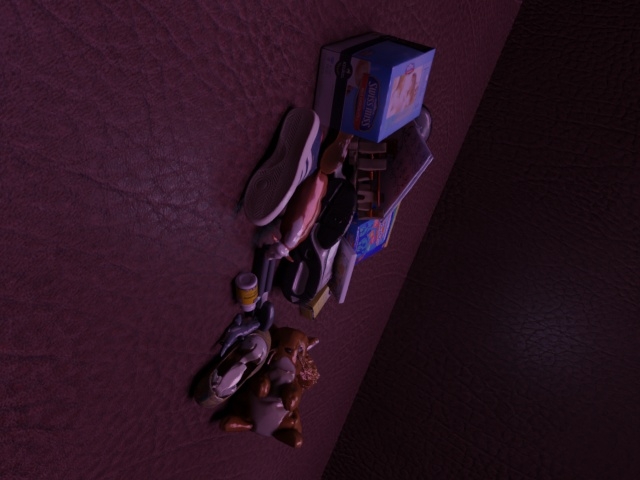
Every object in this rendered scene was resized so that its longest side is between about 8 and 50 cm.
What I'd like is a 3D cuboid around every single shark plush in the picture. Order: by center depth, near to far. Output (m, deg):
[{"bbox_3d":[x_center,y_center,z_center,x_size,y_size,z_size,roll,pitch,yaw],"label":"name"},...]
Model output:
[{"bbox_3d":[-0.254,0.286,1.738,0.161,0.067,0.073,-37,145,-53],"label":"shark plush"}]

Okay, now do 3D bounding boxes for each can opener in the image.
[{"bbox_3d":[-0.170,0.147,1.781,0.074,0.093,0.280,-33,137,-55],"label":"can opener"}]

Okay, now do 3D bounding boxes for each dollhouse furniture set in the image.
[{"bbox_3d":[0.195,-0.234,1.936,0.262,0.135,0.259,84,8,-53],"label":"dollhouse furniture set"}]

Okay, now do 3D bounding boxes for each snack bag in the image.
[{"bbox_3d":[0.267,-0.281,2.069,0.323,0.037,0.342,-55,-151,34],"label":"snack bag"}]

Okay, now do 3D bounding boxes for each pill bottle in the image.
[{"bbox_3d":[-0.218,0.154,1.693,0.065,0.065,0.116,-48,153,-40],"label":"pill bottle"}]

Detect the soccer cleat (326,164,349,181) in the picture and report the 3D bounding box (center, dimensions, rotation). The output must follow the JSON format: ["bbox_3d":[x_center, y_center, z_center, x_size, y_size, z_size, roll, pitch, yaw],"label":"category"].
[{"bbox_3d":[0.051,-0.216,1.968,0.076,0.068,0.196,-49,148,-24],"label":"soccer cleat"}]

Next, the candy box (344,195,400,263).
[{"bbox_3d":[0.168,-0.059,2.266,0.317,0.122,0.268,-27,139,-46],"label":"candy box"}]

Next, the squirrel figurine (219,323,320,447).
[{"bbox_3d":[-0.145,0.484,2.037,0.397,0.281,0.370,31,73,-83],"label":"squirrel figurine"}]

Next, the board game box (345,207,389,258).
[{"bbox_3d":[0.172,-0.030,2.124,0.210,0.047,0.160,-30,139,-43],"label":"board game box"}]

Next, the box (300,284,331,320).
[{"bbox_3d":[0.003,0.205,2.301,0.232,0.058,0.087,-54,156,-29],"label":"box"}]

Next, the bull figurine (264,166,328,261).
[{"bbox_3d":[-0.065,-0.074,1.708,0.310,0.101,0.188,-61,-173,5],"label":"bull figurine"}]

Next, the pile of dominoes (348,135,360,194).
[{"bbox_3d":[0.115,-0.255,2.058,0.196,0.040,0.251,-77,169,-54],"label":"pile of dominoes"}]

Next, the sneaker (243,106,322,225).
[{"bbox_3d":[-0.084,-0.183,1.569,0.350,0.131,0.148,-62,157,-10],"label":"sneaker"}]

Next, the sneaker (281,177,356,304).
[{"bbox_3d":[-0.001,0.000,1.999,0.257,0.169,0.447,8,105,-83],"label":"sneaker"}]

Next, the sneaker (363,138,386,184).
[{"bbox_3d":[0.228,-0.297,2.291,0.098,0.083,0.223,-32,141,-49],"label":"sneaker"}]

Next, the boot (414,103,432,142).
[{"bbox_3d":[0.377,-0.412,2.498,0.223,0.118,0.338,-39,142,-42],"label":"boot"}]

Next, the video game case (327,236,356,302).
[{"bbox_3d":[0.057,0.081,2.117,0.026,0.206,0.227,-5,128,-25],"label":"video game case"}]

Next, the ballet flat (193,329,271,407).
[{"bbox_3d":[-0.245,0.379,1.769,0.348,0.123,0.123,-42,149,-42],"label":"ballet flat"}]

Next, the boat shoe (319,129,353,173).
[{"bbox_3d":[0.055,-0.310,1.864,0.207,0.073,0.073,-60,-161,-1],"label":"boat shoe"}]

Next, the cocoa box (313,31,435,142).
[{"bbox_3d":[0.167,-0.474,1.735,0.347,0.228,0.231,-40,147,-50],"label":"cocoa box"}]
